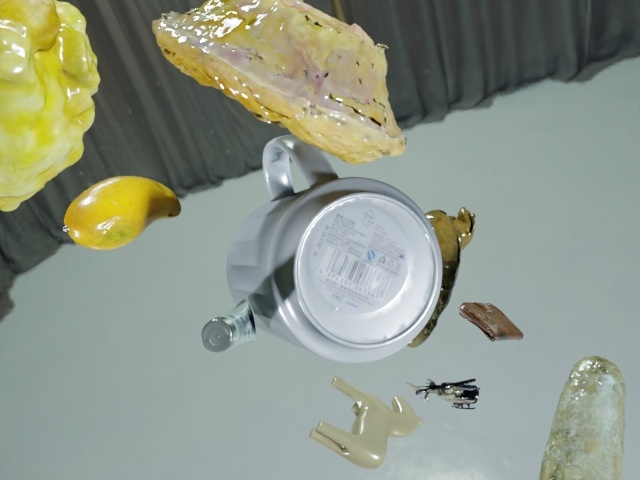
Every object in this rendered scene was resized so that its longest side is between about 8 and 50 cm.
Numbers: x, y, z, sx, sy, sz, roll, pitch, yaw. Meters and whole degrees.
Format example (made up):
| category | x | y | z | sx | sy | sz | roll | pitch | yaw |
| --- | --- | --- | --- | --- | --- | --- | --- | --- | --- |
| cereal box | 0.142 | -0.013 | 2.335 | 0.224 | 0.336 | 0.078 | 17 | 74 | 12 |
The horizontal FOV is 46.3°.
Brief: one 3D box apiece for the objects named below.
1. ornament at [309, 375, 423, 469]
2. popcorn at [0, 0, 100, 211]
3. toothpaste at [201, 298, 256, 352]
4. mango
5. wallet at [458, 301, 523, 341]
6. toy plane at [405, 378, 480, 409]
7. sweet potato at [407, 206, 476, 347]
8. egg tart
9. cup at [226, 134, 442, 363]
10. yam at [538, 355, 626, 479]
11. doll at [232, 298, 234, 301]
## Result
| category | x | y | z | sx | sy | sz | roll | pitch | yaw |
| --- | --- | --- | --- | --- | --- | --- | --- | --- | --- |
| ornament | 0.113 | 0.399 | 1.642 | 0.245 | 0.061 | 0.230 | 32 | 35 | -8 |
| popcorn | -0.371 | -0.163 | 0.818 | 0.252 | 0.286 | 0.215 | 1 | 40 | -12 |
| toothpaste | -0.107 | 0.109 | 0.944 | 0.039 | 0.062 | 0.239 | -15 | -2 | 3 |
| mango | -0.283 | -0.044 | 1.067 | 0.190 | 0.098 | 0.075 | -29 | -7 | -46 |
| wallet | 0.318 | 0.149 | 1.387 | 0.095 | 0.176 | 0.026 | 46 | 109 | 27 |
| toy plane | 0.168 | 0.200 | 0.993 | 0.121 | 0.049 | 0.031 | -12 | 51 | 49 |
| sweet potato | 0.180 | 0.021 | 1.184 | 0.098 | 0.124 | 0.310 | -7 | 33 | 27 |
| egg tart | -0.032 | -0.217 | 0.916 | 0.352 | 0.352 | 0.150 | 42 | 111 | 48 |
| cup | 0.000 | 0.000 | 1.065 | 0.237 | 0.322 | 0.327 | -15 | 2 | -17 |
| yam | 0.415 | 0.342 | 1.187 | 0.133 | 0.133 | 0.330 | 5 | 63 | 28 |
| doll | -0.121 | 0.065 | 1.357 | 0.057 | 0.039 | 0.114 | -27 | 38 | 64 |
